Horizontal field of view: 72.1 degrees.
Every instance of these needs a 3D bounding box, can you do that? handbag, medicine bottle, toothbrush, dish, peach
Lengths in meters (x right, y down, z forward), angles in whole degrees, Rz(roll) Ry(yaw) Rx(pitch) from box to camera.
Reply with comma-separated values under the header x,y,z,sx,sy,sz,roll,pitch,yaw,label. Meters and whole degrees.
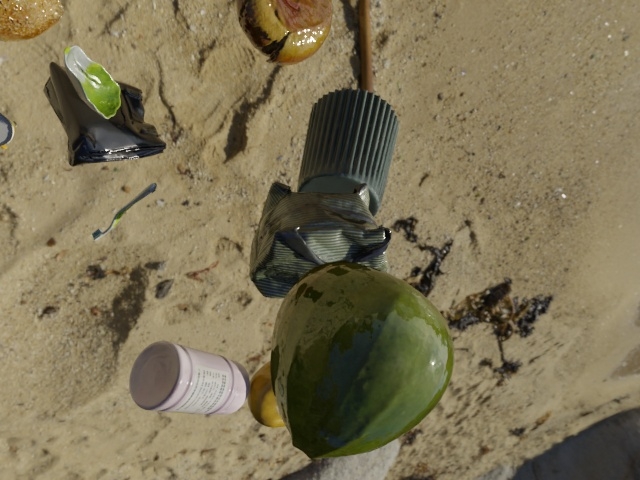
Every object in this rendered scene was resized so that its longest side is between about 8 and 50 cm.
x,y,z,sx,sy,sz,roll,pitch,yaw,label
0.000,0.000,1.062,0.341,0.247,0.240,-1,133,-12,handbag
-0.268,0.299,0.937,0.133,0.133,0.250,-30,150,11,medicine bottle
-0.512,-0.071,1.147,0.263,0.026,0.022,-32,176,21,toothbrush
-0.645,-0.374,1.336,0.288,0.342,0.152,-9,156,-46,handbag
-0.433,-0.292,0.815,0.039,0.091,0.137,-6,146,17,dish
-0.087,0.366,1.056,0.179,0.103,0.179,-3,109,-9,peach

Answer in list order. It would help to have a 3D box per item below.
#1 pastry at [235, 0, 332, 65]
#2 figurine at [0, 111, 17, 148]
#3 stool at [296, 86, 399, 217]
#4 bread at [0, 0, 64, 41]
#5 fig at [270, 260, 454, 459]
x,y,z,sx,sy,sz,roll,pitch,yaw,label
-0.114,-0.740,1.389,0.356,0.164,0.355,-6,100,-37,pastry
-1.120,-0.398,1.452,0.250,0.141,0.166,29,101,-17,figurine
0.079,-0.246,1.353,0.298,0.329,0.297,9,148,6,stool
-0.656,-0.520,0.858,0.171,0.192,0.314,26,149,8,bread
0.050,0.199,0.709,0.316,0.316,0.316,-14,143,-11,fig
